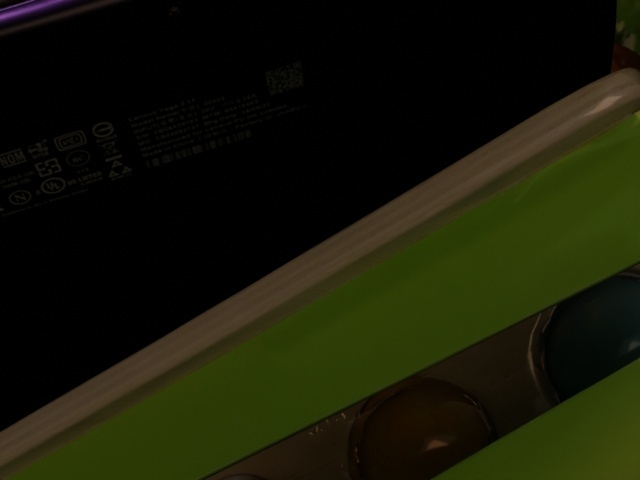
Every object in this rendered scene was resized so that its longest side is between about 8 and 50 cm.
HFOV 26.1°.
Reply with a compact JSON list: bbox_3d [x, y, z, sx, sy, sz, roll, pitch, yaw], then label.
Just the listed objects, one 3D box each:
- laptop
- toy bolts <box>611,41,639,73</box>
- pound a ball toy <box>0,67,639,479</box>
[{"bbox_3d":[-0.121,-0.108,0.468,0.382,0.408,0.236,-17,56,-3],"label":"laptop"},{"bbox_3d":[0.211,-0.018,0.632,0.228,0.158,0.218,51,40,2],"label":"toy bolts"},{"bbox_3d":[0.023,0.119,0.462,0.319,0.136,0.208,-32,74,17],"label":"pound a ball toy"}]
